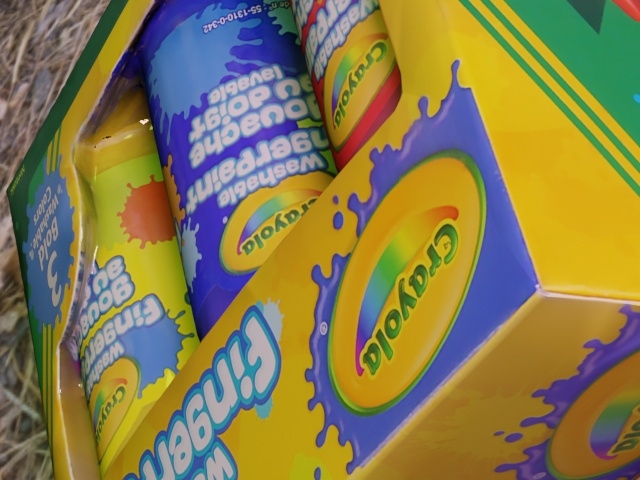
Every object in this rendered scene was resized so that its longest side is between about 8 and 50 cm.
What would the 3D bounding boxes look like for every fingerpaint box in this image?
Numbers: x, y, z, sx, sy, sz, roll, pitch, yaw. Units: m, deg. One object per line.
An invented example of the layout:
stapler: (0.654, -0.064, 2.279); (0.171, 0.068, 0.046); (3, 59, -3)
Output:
fingerpaint box: (0.000, 0.000, 0.884); (0.445, 0.163, 0.371); (-51, 44, 44)
